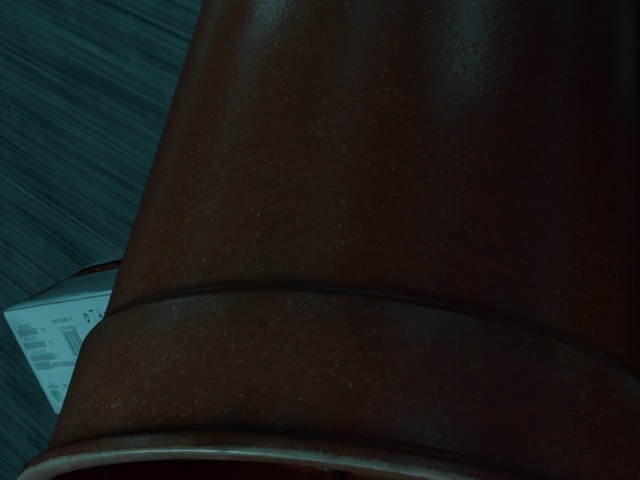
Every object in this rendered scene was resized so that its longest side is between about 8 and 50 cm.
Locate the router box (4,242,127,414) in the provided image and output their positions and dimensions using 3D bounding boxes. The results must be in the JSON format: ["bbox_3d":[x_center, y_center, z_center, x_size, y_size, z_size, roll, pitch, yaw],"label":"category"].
[{"bbox_3d":[0.000,0.000,1.028,0.335,0.301,0.082,-10,108,62],"label":"router box"}]

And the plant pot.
[{"bbox_3d":[0.031,0.006,0.721,0.272,0.272,0.265,140,143,-61],"label":"plant pot"}]
